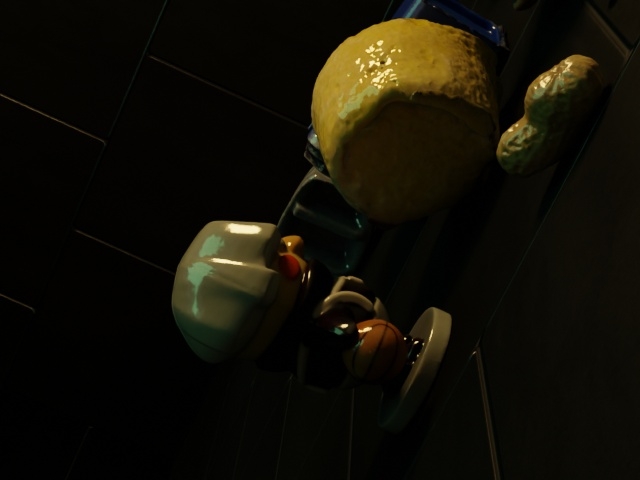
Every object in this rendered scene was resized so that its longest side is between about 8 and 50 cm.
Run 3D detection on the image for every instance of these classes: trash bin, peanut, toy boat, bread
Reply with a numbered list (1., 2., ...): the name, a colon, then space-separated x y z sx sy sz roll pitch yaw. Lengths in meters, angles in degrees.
1. trash bin: 0.100 -0.168 1.681 0.234 0.162 0.184 -58 8 20
2. peanut: 0.174 -0.093 1.118 0.113 0.054 0.054 -58 8 30
3. toy boat: 0.000 0.000 2.036 0.283 0.127 0.078 114 177 -48
4. bread: 0.090 -0.115 1.423 0.170 0.197 0.197 -98 30 -55

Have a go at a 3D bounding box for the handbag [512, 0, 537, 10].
1. handbag: 0.199 -0.369 1.441 0.251 0.190 0.193 -60 -5 -35

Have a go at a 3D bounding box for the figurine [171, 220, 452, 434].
1. figurine: -0.015 0.070 1.266 0.176 0.236 0.133 141 154 -81
